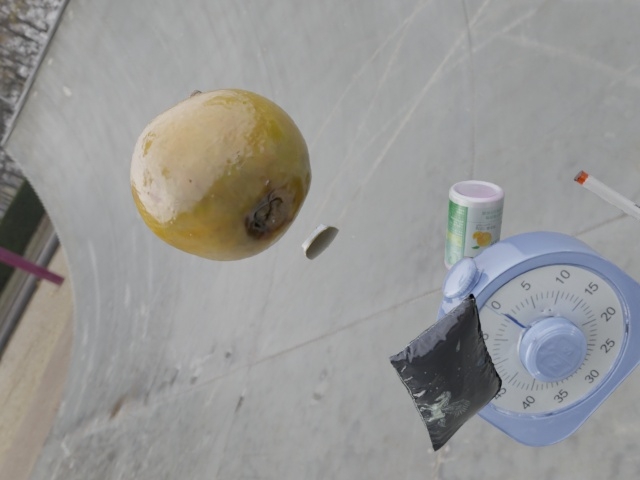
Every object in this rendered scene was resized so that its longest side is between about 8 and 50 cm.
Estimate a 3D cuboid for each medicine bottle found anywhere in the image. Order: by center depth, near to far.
[{"bbox_3d":[0.374,0.000,1.669,0.133,0.133,0.274,-110,17,-62],"label":"medicine bottle"}]

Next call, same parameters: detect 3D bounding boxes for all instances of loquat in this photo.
[{"bbox_3d":[-0.157,-0.099,1.052,0.275,0.274,0.275,-47,26,31],"label":"loquat"}]

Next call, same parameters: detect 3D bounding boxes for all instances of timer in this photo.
[{"bbox_3d":[0.386,0.165,1.232,0.395,0.394,0.173,-55,15,14],"label":"timer"}]

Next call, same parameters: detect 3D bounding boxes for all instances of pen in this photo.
[{"bbox_3d":[0.588,-0.061,1.284,0.028,0.239,0.028,-58,-1,-1],"label":"pen"}]

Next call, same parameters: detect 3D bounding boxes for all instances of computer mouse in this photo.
[{"bbox_3d":[0.001,0.001,1.681,0.102,0.045,0.199,-48,-6,2],"label":"computer mouse"}]

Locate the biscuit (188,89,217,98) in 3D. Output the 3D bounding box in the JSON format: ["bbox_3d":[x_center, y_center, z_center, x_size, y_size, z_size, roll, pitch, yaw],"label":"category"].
[{"bbox_3d":[-0.247,-0.237,1.371,0.205,0.031,0.138,-48,-28,-37],"label":"biscuit"}]

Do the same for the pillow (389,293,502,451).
[{"bbox_3d":[0.168,0.175,0.872,0.141,0.208,0.055,-40,41,-12],"label":"pillow"}]
